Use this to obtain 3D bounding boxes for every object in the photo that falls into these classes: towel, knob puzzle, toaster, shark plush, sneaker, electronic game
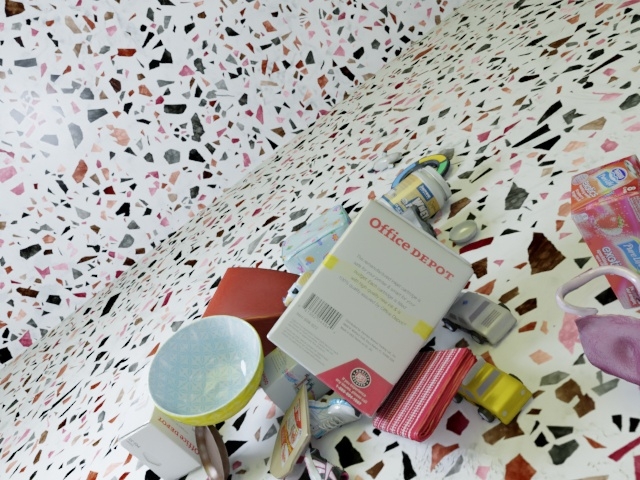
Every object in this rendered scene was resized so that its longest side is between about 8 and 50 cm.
[{"bbox_3d":[0.200,0.305,1.182,0.199,0.031,0.275,-53,2,-17],"label":"towel"},{"bbox_3d":[-0.064,0.455,1.338,0.213,0.030,0.213,-59,17,30],"label":"knob puzzle"},{"bbox_3d":[0.256,0.010,1.660,0.146,0.129,0.227,-36,26,12],"label":"toaster"},{"bbox_3d":[0.253,-0.298,2.339,0.161,0.073,0.067,-44,-6,41],"label":"shark plush"},{"bbox_3d":[0.019,0.413,1.347,0.190,0.071,0.083,-23,33,47],"label":"sneaker"},{"bbox_3d":[0.345,-0.223,2.048,0.229,0.048,0.229,-30,25,16],"label":"electronic game"},{"bbox_3d":[0.019,0.491,1.216,0.077,0.072,0.178,-16,21,-9],"label":"sneaker"}]

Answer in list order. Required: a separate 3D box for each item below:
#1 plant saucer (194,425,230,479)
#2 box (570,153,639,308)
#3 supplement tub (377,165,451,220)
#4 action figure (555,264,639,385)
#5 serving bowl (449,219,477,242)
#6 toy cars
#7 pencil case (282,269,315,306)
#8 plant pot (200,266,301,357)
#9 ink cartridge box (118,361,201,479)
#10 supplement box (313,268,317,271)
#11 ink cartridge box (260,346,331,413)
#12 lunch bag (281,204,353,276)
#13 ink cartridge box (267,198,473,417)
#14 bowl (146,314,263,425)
[{"bbox_3d":[-0.262,0.519,1.444,0.029,0.169,0.168,-12,10,-32],"label":"plant saucer"},{"bbox_3d":[0.576,-0.012,1.099,0.122,0.257,0.128,-21,29,37],"label":"box"},{"bbox_3d":[0.289,-0.123,1.826,0.199,0.144,0.144,-38,24,-1],"label":"supplement tub"},{"bbox_3d":[0.559,0.163,0.826,0.248,0.276,0.370,-32,10,-3],"label":"action figure"},{"bbox_3d":[0.399,-0.020,1.634,0.083,0.027,0.083,-30,26,16],"label":"serving bowl"},{"bbox_3d":[0.325,0.216,1.244,0.176,0.087,0.394,-26,26,24],"label":"toy cars"},{"bbox_3d":[0.042,0.187,1.457,0.113,0.273,0.124,-52,-8,-9],"label":"pencil case"},{"bbox_3d":[-0.147,0.235,1.672,0.235,0.267,0.267,-12,33,23],"label":"plant pot"},{"bbox_3d":[-0.409,0.478,1.625,0.117,0.207,0.283,-32,25,16],"label":"ink cartridge box"},{"bbox_3d":[0.020,0.189,1.654,0.073,0.130,0.239,-25,28,24],"label":"supplement box"},{"bbox_3d":[-0.057,0.335,1.498,0.176,0.127,0.128,-37,25,-3],"label":"ink cartridge box"},{"bbox_3d":[0.000,0.000,2.044,0.279,0.108,0.224,-32,20,8],"label":"lunch bag"},{"bbox_3d":[0.114,0.147,1.311,0.385,0.279,0.160,-52,-12,-6],"label":"ink cartridge box"},{"bbox_3d":[-0.261,0.345,1.459,0.289,0.156,0.289,-10,42,9],"label":"bowl"}]
